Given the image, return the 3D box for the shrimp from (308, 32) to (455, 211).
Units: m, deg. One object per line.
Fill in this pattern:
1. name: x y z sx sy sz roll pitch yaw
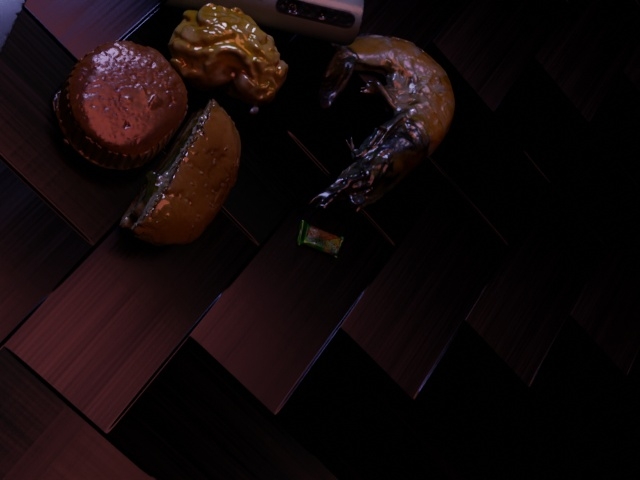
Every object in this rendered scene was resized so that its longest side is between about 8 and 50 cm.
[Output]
1. shrimp: 0.090 -0.221 1.603 0.272 0.085 0.445 43 58 -10

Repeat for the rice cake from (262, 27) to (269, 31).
1. rice cake: -0.054 -0.480 1.594 0.237 0.043 0.127 -43 101 -31

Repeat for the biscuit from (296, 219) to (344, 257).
1. biscuit: 0.000 0.000 1.534 0.089 0.016 0.046 23 68 -25

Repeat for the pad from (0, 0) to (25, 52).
1. pad: -0.523 -0.396 1.318 0.159 0.009 0.265 26 66 -23

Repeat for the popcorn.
1. popcorn: -0.146 -0.304 1.429 0.194 0.140 0.163 21 27 -4

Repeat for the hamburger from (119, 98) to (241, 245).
1. hamburger: -0.203 -0.091 1.371 0.131 0.124 0.262 38 64 -19

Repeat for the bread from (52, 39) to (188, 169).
1. bread: -0.304 -0.212 1.350 0.199 0.104 0.199 7 74 -27

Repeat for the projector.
1. projector: -0.095 -0.414 1.478 0.337 0.108 0.108 8 75 -21
